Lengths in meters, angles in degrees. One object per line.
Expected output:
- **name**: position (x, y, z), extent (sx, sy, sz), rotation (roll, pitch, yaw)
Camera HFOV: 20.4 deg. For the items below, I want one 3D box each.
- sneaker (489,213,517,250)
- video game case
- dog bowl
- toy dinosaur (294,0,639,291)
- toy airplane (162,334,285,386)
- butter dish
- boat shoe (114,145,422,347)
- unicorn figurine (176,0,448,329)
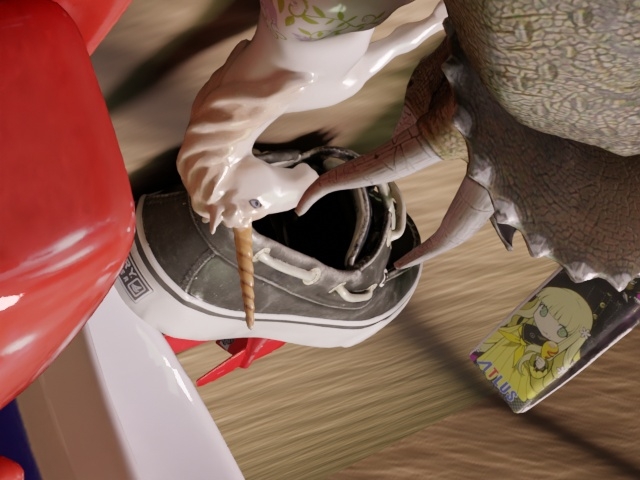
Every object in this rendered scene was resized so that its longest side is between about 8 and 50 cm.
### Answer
- **sneaker**: position (0.100, -0.047, 0.753), extent (0.051, 0.089, 0.170), rotation (-34, 169, 26)
- **video game case**: position (0.192, -0.036, 0.786), extent (0.232, 0.042, 0.210), rotation (-33, 169, -43)
- **dog bowl**: position (-0.079, 0.141, 0.695), extent (0.104, 0.265, 0.265), rotation (-27, 170, 2)
- **toy dinosaur**: position (0.073, -0.076, 0.362), extent (0.160, 0.121, 0.313), rotation (-60, 170, -8)
- **toy airplane**: position (-0.036, 0.047, 1.021), extent (0.151, 0.028, 0.151), rotation (-29, 170, -6)
- **butter dish**: position (-0.109, 0.018, 0.421), extent (0.160, 0.118, 0.160), rotation (-18, 166, -43)
- **boat shoe**: position (0.000, 0.000, 0.748), extent (0.070, 0.078, 0.219), rotation (-33, 168, 25)
- **unicorn figurine**: position (0.005, -0.061, 0.541), extent (0.111, 0.060, 0.162), rotation (-29, 151, -16)
